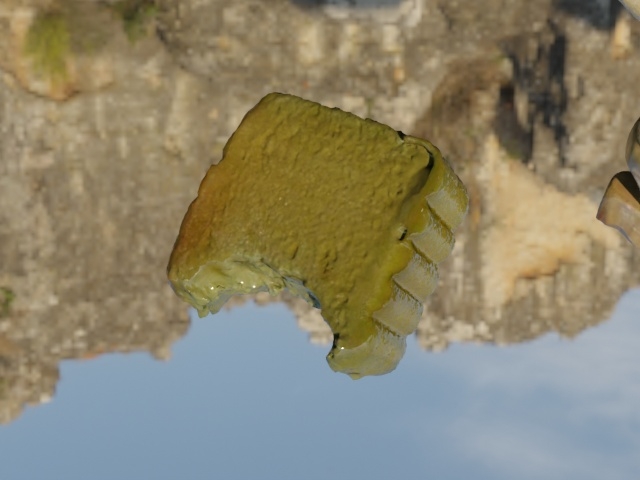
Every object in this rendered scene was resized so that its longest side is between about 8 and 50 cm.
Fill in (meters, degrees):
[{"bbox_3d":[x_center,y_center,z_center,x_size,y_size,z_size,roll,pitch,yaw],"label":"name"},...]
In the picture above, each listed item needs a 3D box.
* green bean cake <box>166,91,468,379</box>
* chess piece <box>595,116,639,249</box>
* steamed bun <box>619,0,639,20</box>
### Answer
[{"bbox_3d":[0.000,0.000,1.214,0.236,0.233,0.124,23,171,29],"label":"green bean cake"},{"bbox_3d":[0.361,-0.075,1.269,0.137,0.301,0.137,1,-127,-1],"label":"chess piece"},{"bbox_3d":[0.295,-0.287,1.110,0.231,0.110,0.212,-19,-126,-9],"label":"steamed bun"}]
